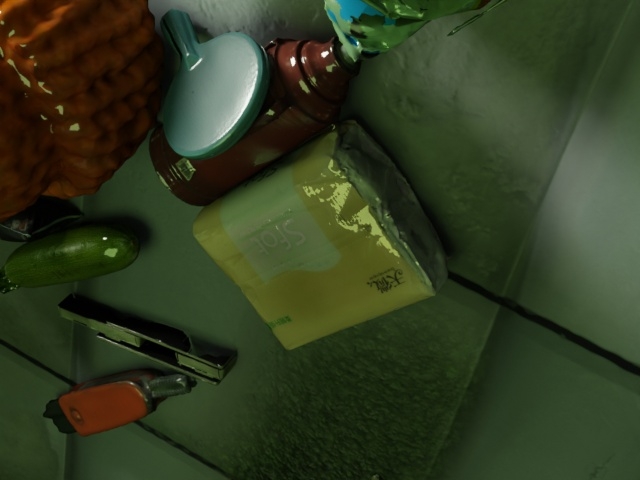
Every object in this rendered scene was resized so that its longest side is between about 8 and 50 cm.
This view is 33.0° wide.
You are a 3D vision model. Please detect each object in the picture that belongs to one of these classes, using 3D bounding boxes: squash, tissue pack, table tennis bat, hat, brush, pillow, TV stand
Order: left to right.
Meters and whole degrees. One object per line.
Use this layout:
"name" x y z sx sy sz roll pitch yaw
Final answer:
"hat" -0.318 -0.109 0.995 0.285 0.400 0.285 12 135 12
"pillow" -0.373 -0.030 1.304 0.150 0.090 0.048 10 127 29
"squash" -0.309 0.019 1.313 0.252 0.066 0.066 -11 115 37
"brush" -0.266 0.212 1.442 0.323 0.051 0.070 -18 104 43
"TV stand" -0.219 0.120 1.350 0.249 0.036 0.042 18 131 21
"table tennis bat" -0.110 -0.155 1.001 0.124 0.201 0.033 -44 135 15
"tissue pack" 0.000 0.000 1.084 0.222 0.090 0.186 -22 110 41

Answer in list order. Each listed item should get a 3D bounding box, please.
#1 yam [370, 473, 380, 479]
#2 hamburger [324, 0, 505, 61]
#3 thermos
"yam" 0.063 0.328 1.336 0.014 0.014 0.107 21 131 19
"hamburger" 0.061 -0.276 0.804 0.260 0.150 0.276 -6 117 34
"thermos" -0.053 -0.120 1.013 0.232 0.124 0.099 -28 103 34
